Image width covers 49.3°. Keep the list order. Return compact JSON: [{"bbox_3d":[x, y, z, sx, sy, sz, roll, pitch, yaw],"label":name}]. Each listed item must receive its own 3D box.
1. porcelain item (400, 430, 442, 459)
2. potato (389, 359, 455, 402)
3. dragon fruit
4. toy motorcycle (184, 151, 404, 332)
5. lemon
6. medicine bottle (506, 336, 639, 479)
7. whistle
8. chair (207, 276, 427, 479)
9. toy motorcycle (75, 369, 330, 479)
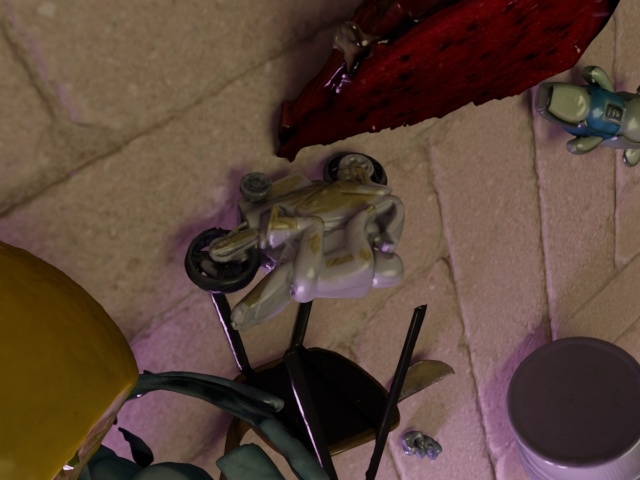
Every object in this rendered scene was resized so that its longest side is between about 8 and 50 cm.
[{"bbox_3d":[0.139,0.286,0.972,0.083,0.028,0.036,34,72,-44],"label":"porcelain item"},{"bbox_3d":[0.122,0.177,0.898,0.093,0.036,0.037,-27,167,-5],"label":"potato"},{"bbox_3d":[0.136,-0.195,0.613,0.343,0.282,0.100,-17,81,-33],"label":"dragon fruit"},{"bbox_3d":[0.000,0.000,0.611,0.228,0.151,0.074,-33,151,-33],"label":"toy motorcycle"},{"bbox_3d":[-0.244,0.099,0.398,0.219,0.240,0.240,34,91,-1],"label":"lemon"},{"bbox_3d":[0.426,0.305,1.074,0.245,0.245,0.306,-49,134,-9],"label":"medicine bottle"},{"bbox_3d":[0.347,-0.159,0.880,0.235,0.077,0.114,4,101,-36],"label":"whistle"},{"bbox_3d":[-0.019,0.154,0.671,0.172,0.158,0.247,-18,122,-29],"label":"chair"},{"bbox_3d":[-0.120,0.204,0.538,0.154,0.260,0.206,46,56,-67],"label":"toy motorcycle"}]
